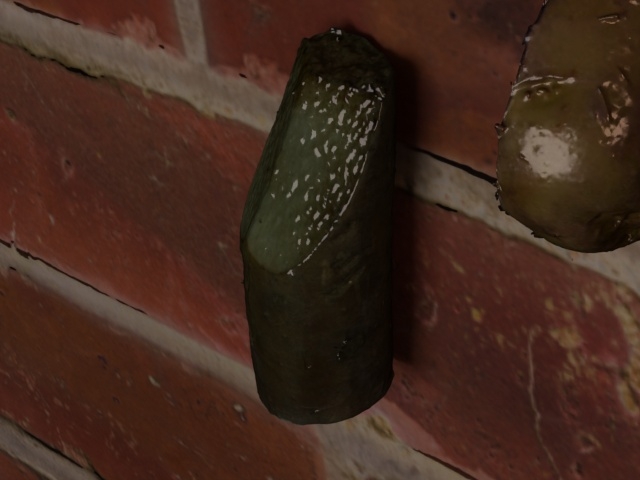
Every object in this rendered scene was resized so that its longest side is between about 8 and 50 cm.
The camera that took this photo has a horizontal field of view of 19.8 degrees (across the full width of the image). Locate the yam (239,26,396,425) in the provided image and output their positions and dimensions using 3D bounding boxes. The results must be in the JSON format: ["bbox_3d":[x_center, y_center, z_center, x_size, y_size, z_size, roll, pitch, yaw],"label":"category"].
[{"bbox_3d":[0.000,0.000,1.139,0.106,0.106,0.259,32,140,35],"label":"yam"}]

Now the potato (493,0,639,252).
[{"bbox_3d":[0.148,-0.060,0.895,0.089,0.101,0.172,27,133,33],"label":"potato"}]
